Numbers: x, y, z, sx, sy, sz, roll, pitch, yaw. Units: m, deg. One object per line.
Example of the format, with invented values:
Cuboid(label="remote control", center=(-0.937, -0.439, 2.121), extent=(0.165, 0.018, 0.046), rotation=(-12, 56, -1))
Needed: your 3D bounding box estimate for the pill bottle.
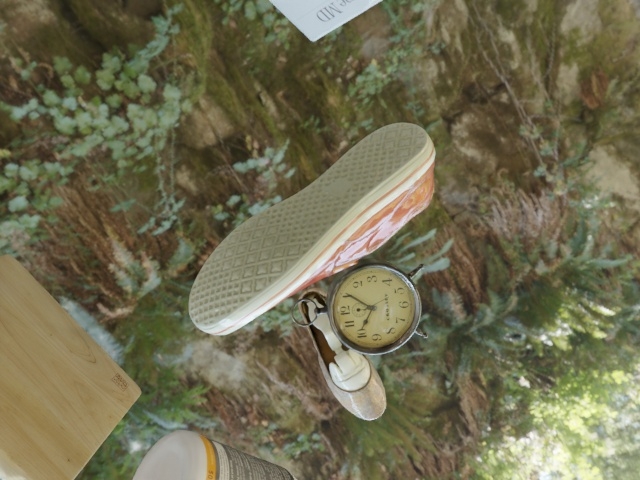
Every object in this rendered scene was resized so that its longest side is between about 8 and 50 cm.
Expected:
Cuboid(label="pill bottle", center=(-0.124, 0.393, 0.828), extent=(0.162, 0.278, 0.162), rotation=(-32, -142, 30))

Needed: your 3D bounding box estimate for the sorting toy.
Cuboid(label="sorting toy", center=(-0.363, 0.159, 0.651), extent=(0.089, 0.257, 0.255), rotation=(-41, -174, 6))

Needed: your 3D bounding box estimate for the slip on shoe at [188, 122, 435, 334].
Cuboid(label="slip on shoe", center=(0.000, 0.000, 0.644), extent=(0.331, 0.101, 0.123), rotation=(-38, -137, -8))

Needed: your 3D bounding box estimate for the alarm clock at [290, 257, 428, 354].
Cuboid(label="alarm clock", center=(0.053, 0.092, 0.805), extent=(0.191, 0.130, 0.064), rotation=(-5, -172, -7))

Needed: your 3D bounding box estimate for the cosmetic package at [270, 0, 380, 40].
Cuboid(label="cosmetic package", center=(-0.078, -0.467, 0.640), extent=(0.230, 0.453, 0.162), rotation=(-5, -126, 56))

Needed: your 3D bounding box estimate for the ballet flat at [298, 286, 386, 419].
Cuboid(label="ballet flat", center=(0.034, 0.232, 1.211), extent=(0.107, 0.316, 0.106), rotation=(-31, 154, -5))
